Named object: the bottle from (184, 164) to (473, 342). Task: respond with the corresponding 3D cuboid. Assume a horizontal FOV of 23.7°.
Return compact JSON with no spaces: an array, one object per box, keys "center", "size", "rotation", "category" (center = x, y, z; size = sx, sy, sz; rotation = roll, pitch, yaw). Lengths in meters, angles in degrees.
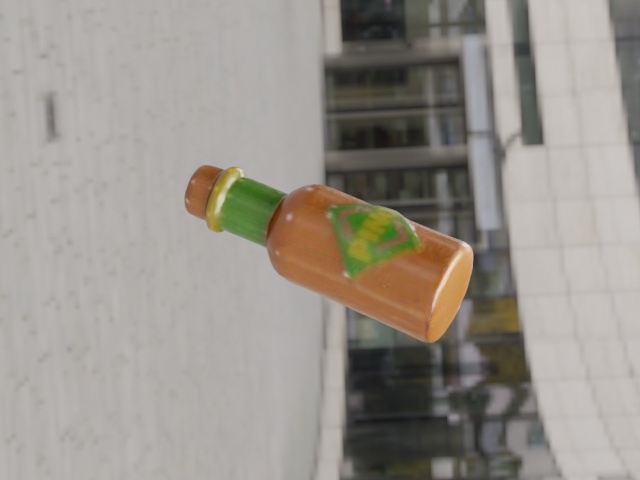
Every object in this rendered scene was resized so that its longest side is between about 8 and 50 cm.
[{"center":[0.000,0.000,0.958],"size":[0.069,0.187,0.069],"rotation":[-55,158,-36],"category":"bottle"}]
